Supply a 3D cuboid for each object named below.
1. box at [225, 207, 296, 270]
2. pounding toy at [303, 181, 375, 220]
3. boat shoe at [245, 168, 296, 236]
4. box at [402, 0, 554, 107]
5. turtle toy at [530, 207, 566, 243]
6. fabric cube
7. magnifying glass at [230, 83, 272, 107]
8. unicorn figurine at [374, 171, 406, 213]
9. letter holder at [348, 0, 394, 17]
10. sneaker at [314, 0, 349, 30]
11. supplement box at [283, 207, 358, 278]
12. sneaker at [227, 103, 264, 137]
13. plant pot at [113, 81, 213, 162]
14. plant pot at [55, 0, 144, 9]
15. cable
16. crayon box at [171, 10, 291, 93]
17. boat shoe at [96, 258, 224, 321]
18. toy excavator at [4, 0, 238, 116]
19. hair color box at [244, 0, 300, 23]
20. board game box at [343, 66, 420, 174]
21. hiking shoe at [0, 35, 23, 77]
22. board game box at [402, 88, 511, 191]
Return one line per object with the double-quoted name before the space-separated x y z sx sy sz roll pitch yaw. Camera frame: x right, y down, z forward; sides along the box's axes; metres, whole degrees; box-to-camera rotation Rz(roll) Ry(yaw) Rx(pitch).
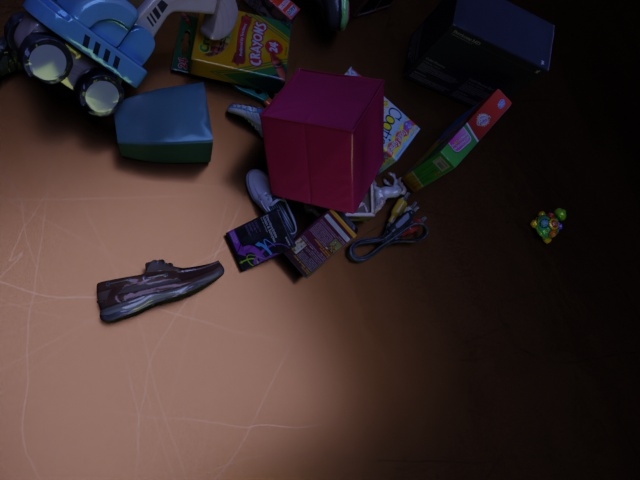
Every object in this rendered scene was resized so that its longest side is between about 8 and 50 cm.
"box" -0.161 -0.003 1.625 0.162 0.029 0.116 -26 86 10
"pounding toy" 0.047 -0.097 1.743 0.205 0.094 0.181 0 82 -11
"boat shoe" -0.127 -0.108 1.683 0.083 0.076 0.226 -34 91 -24
"box" 0.492 -0.597 1.903 0.343 0.312 0.179 19 71 -16
"turtle toy" 0.771 -0.058 2.016 0.130 0.066 0.095 -43 94 -24
"fabric cube" 0.013 -0.268 1.593 0.258 0.258 0.254 14 48 19
"magnifying glass" -0.177 -0.430 1.768 0.231 0.026 0.092 46 66 -6
"unicorn figurine" 0.188 -0.144 1.815 0.161 0.060 0.111 -21 66 -6
"letter holder" 0.138 -0.906 1.894 0.152 0.214 0.302 -25 87 -24
"sneaker" -0.073 -0.832 1.844 0.202 0.185 0.483 -33 87 -6
"supplement box" 0.000 0.000 1.652 0.188 0.081 0.104 -41 95 14
"sneaker" -0.177 -0.340 1.727 0.190 0.071 0.083 13 105 -5
"plant pot" -0.413 -0.295 1.578 0.234 0.165 0.166 -9 81 -14
"plant pot" -0.563 -0.659 1.587 0.254 0.237 0.237 20 71 -32
"cable" 0.209 -0.011 1.811 0.287 0.072 0.139 -40 97 -12
"crayon box" -0.250 -0.553 1.720 0.318 0.081 0.202 8 70 -13
"boat shoe" -0.400 0.101 1.509 0.324 0.123 0.117 -19 83 -25
"toy excavator" -0.469 -0.529 1.487 0.445 0.222 0.433 -51 138 7
"hair color box" -0.151 -0.710 1.806 0.167 0.093 0.053 38 68 -8
"board game box" 0.131 -0.351 1.800 0.275 0.144 0.142 39 68 -7
"hiking shoe" -0.746 -0.470 1.528 0.114 0.086 0.227 37 67 -5
"board game box" 0.412 -0.301 1.843 0.064 0.242 0.316 46 66 -5
